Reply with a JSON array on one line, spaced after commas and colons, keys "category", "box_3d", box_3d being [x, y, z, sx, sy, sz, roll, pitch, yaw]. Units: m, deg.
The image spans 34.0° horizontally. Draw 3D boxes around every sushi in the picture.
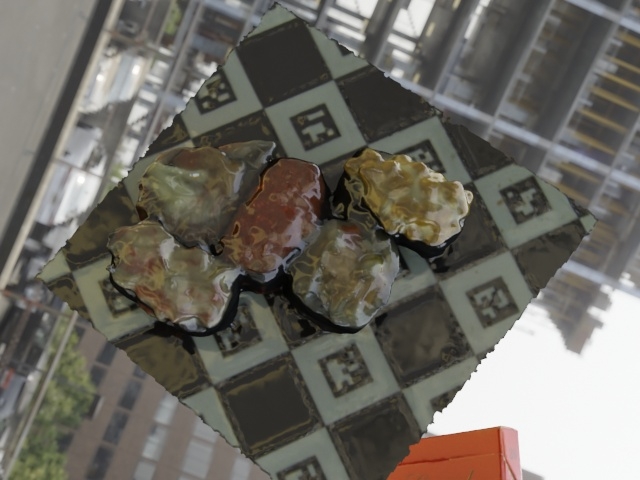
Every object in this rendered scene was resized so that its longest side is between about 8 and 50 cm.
[{"category": "sushi", "box_3d": [0.000, 0.000, 0.713, 0.294, 0.292, 0.059, -51, 173, -15]}]

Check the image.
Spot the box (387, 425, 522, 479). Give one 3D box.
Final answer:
[{"category": "box", "box_3d": [0.112, 0.289, 0.901, 0.139, 0.035, 0.245, -19, -121, 37]}]
